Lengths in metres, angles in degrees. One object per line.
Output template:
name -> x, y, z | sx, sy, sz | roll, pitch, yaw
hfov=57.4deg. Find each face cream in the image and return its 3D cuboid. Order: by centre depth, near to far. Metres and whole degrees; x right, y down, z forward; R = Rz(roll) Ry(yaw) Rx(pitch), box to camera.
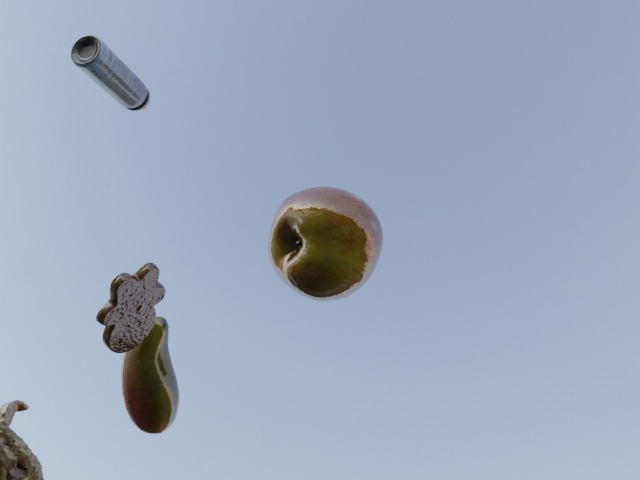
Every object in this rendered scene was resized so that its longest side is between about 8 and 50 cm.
face cream -> -0.442, -0.350, 1.266 | 0.075, 0.075, 0.229 | 10, -13, 15

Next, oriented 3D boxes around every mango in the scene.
mango -> -0.434, 0.343, 1.477 | 0.146, 0.129, 0.289 | -19, -104, 37

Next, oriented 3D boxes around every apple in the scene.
apple -> 0.000, 0.000, 1.446 | 0.302, 0.301, 0.301 | 10, -57, 16

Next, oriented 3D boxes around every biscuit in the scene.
biscuit -> -0.434, 0.159, 1.337 | 0.039, 0.180, 0.236 | 30, -58, 24

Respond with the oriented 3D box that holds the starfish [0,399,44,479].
starfish -> -0.365, 0.367, 0.675 | 0.327, 0.375, 0.094 | -9, -32, -21
